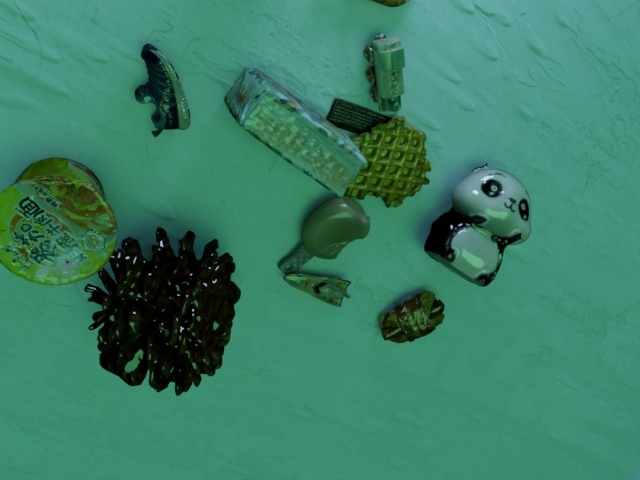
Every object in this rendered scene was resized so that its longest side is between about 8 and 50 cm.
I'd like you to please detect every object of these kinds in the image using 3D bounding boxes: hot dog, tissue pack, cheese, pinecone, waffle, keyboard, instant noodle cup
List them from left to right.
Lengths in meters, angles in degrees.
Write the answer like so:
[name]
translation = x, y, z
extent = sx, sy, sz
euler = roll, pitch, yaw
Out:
[instant noodle cup]
translation = -0.590, -0.056, 1.438
extent = 0.264, 0.200, 0.264
euler = -8, 117, -15
[pinecone]
translation = -0.376, 0.153, 1.535
extent = 0.397, 0.398, 0.398
euler = -8, 118, -16
[tissue pack]
translation = -0.061, -0.258, 1.511
extent = 0.310, 0.228, 0.128
euler = 32, 103, -29
[cheese]
translation = 0.000, 0.000, 1.750
extent = 0.286, 0.082, 0.163
euler = -41, 122, 21
[keyboard]
translation = 0.110, -0.308, 1.671
extent = 0.196, 0.015, 0.074
euler = 14, 110, -25
[waffle]
translation = 0.173, -0.192, 1.726
extent = 0.291, 0.051, 0.291
euler = -9, 122, -15
[hot dog]
translation = 0.281, 0.243, 1.958
extent = 0.213, 0.103, 0.146
euler = -33, 122, 0

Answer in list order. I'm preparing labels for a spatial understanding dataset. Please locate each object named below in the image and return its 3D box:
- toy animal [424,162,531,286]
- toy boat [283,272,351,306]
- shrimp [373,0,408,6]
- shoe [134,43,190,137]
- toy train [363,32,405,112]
[toy animal]
translation = 0.448, -0.052, 1.808
extent = 0.251, 0.251, 0.310
euler = 35, 90, -30
[toy boat]
translation = -0.013, 0.128, 1.817
extent = 0.210, 0.066, 0.084
euler = 16, 108, -25
[shrimp]
translation = 0.122, -0.658, 1.486
extent = 0.261, 0.051, 0.198
euler = 4, 107, -25
[shoe]
translation = -0.363, -0.335, 1.442
extent = 0.106, 0.091, 0.207
euler = -19, 124, -16
[toy train]
translation = 0.163, -0.404, 1.579
extent = 0.080, 0.125, 0.194
euler = -15, 119, -8
